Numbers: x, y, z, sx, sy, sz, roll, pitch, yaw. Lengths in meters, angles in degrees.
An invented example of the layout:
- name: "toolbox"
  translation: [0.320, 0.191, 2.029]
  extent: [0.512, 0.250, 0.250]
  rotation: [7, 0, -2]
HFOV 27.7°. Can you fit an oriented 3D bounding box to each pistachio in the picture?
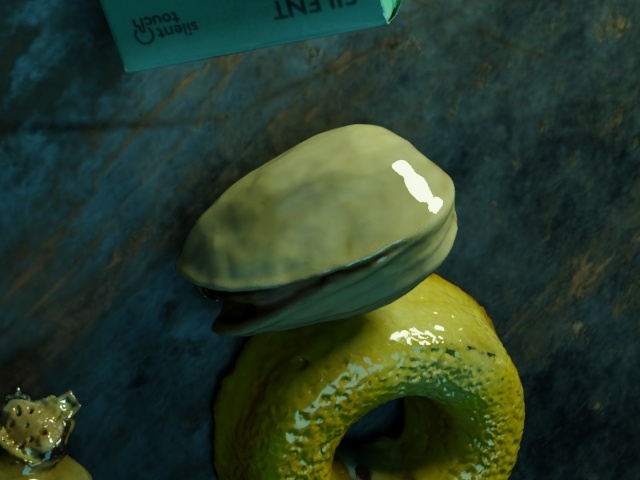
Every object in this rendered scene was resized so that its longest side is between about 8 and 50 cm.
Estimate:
- name: "pistachio"
  translation: [0.000, 0.000, 1.051]
  extent: [0.230, 0.157, 0.157]
  rotation: [-26, 121, -1]

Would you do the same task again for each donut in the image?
- name: "donut"
  translation: [0.057, 0.171, 1.175]
  extent: [0.303, 0.110, 0.302]
  rotation: [-10, 115, -22]

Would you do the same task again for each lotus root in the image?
- name: "lotus root"
  translation: [-0.248, 0.242, 1.021]
  extent: [0.140, 0.154, 0.256]
  rotation: [-19, 128, -43]

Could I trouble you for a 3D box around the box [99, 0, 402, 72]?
- name: "box"
  translation: [-0.074, -0.280, 0.861]
  extent: [0.205, 0.118, 0.311]
  rotation: [-6, 120, 18]
